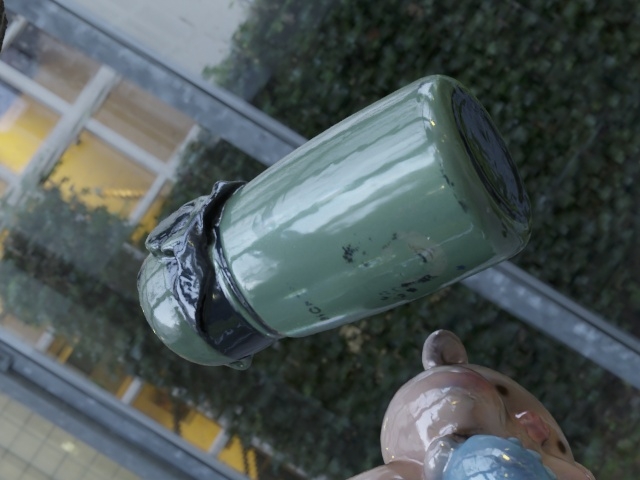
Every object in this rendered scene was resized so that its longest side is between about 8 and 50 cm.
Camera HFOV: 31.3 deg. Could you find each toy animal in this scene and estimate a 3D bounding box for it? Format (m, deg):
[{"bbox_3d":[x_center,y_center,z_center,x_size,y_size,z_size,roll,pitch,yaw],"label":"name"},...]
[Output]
[{"bbox_3d":[0.114,0.231,0.991,0.221,0.210,0.229,-45,4,14],"label":"toy animal"}]

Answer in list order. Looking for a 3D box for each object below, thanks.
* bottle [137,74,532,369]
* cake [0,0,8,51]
[{"bbox_3d":[-0.002,-0.001,0.996,0.347,0.168,0.168,-26,14,23],"label":"bottle"},{"bbox_3d":[-0.443,-0.231,1.344,0.147,0.135,0.135,-169,92,-81],"label":"cake"}]
